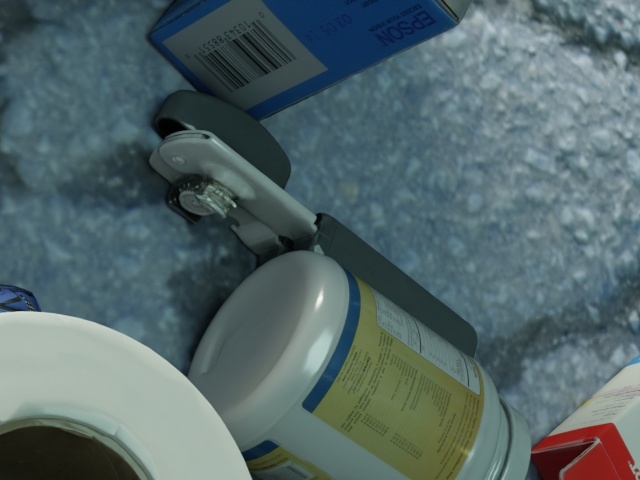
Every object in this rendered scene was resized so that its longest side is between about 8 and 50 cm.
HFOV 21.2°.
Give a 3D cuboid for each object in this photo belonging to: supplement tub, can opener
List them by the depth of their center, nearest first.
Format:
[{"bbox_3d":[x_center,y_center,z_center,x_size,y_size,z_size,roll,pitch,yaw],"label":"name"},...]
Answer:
[{"bbox_3d":[0.026,0.113,1.122,0.200,0.144,0.144,36,58,-25],"label":"supplement tub"},{"bbox_3d":[0.000,0.000,1.178,0.280,0.074,0.093,41,56,-22],"label":"can opener"}]

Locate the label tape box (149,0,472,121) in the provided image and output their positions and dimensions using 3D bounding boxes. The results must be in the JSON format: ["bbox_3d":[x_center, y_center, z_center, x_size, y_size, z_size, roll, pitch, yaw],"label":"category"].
[{"bbox_3d":[0.055,-0.253,1.182,0.106,0.241,0.333,45,55,-19],"label":"label tape box"}]

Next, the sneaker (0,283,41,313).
[{"bbox_3d":[-0.256,0.011,0.976,0.221,0.083,0.087,21,58,-36],"label":"sneaker"}]

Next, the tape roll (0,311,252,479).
[{"bbox_3d":[-0.173,0.179,0.910,0.246,0.169,0.246,15,60,-27],"label":"tape roll"}]

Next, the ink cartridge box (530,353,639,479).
[{"bbox_3d":[0.253,0.181,1.321,0.231,0.078,0.134,-32,98,-39],"label":"ink cartridge box"}]
